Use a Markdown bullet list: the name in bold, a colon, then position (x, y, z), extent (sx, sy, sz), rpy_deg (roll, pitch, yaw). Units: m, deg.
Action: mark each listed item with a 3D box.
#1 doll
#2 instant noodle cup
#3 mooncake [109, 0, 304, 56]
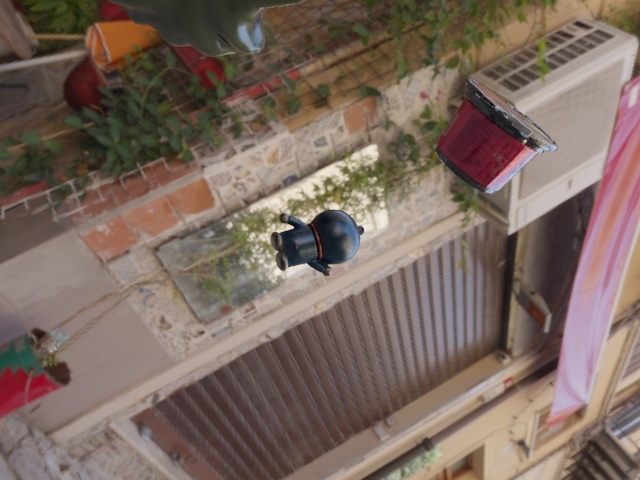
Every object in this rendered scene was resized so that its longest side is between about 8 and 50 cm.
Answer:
- **doll**: position (0.000, 0.000, 0.896), extent (0.085, 0.151, 0.114), rpy_deg (164, -90, -74)
- **instant noodle cup**: position (0.384, -0.226, 1.317), extent (0.302, 0.182, 0.258), rpy_deg (9, 37, -45)
- **mooncake**: position (-0.167, -0.419, 0.787), extent (0.351, 0.351, 0.188), rpy_deg (94, 10, -71)
